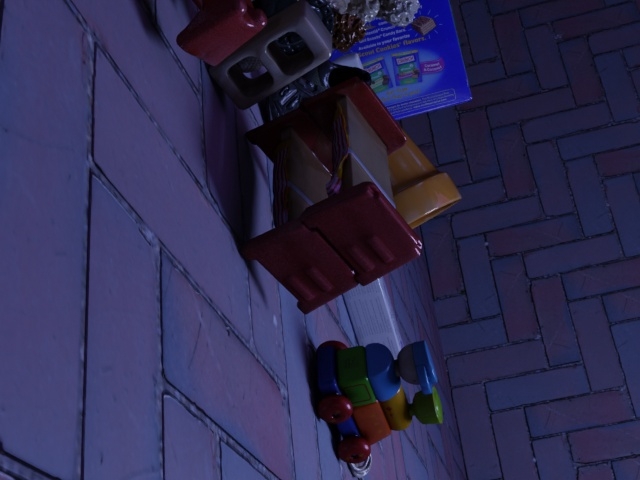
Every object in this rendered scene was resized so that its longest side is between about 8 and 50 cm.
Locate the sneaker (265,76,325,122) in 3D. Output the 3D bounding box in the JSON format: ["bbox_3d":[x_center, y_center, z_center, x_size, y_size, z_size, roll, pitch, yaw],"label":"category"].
[{"bbox_3d":[-0.012,-0.137,1.275,0.108,0.100,0.271,42,-3,34],"label":"sneaker"}]

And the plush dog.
[{"bbox_3d":[-0.009,-0.386,1.436,0.262,0.210,0.225,50,26,3],"label":"plush dog"}]

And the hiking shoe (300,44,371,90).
[{"bbox_3d":[0.034,-0.195,1.371,0.227,0.114,0.086,38,42,-48],"label":"hiking shoe"}]

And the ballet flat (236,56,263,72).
[{"bbox_3d":[-0.103,-0.279,0.989,0.250,0.058,0.084,67,14,-46],"label":"ballet flat"}]

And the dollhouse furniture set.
[{"bbox_3d":[-0.058,-0.131,0.924,0.374,0.152,0.201,48,26,-34],"label":"dollhouse furniture set"}]

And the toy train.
[{"bbox_3d":[0.090,0.221,1.176,0.105,0.143,0.248,-91,165,-47],"label":"toy train"}]

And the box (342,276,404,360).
[{"bbox_3d":[0.065,0.063,1.472,0.063,0.067,0.324,-83,157,-62],"label":"box"}]

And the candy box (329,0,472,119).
[{"bbox_3d":[0.122,-0.386,1.769,0.122,0.268,0.317,-53,130,-80],"label":"candy box"}]

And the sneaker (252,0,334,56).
[{"bbox_3d":[-0.058,-0.353,1.224,0.286,0.109,0.130,63,11,-61],"label":"sneaker"}]

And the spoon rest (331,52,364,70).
[{"bbox_3d":[0.016,-0.182,1.531,0.137,0.084,0.276,61,32,-53],"label":"spoon rest"}]

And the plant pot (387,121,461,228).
[{"bbox_3d":[0.115,-0.106,1.656,0.188,0.205,0.205,62,9,5],"label":"plant pot"}]
